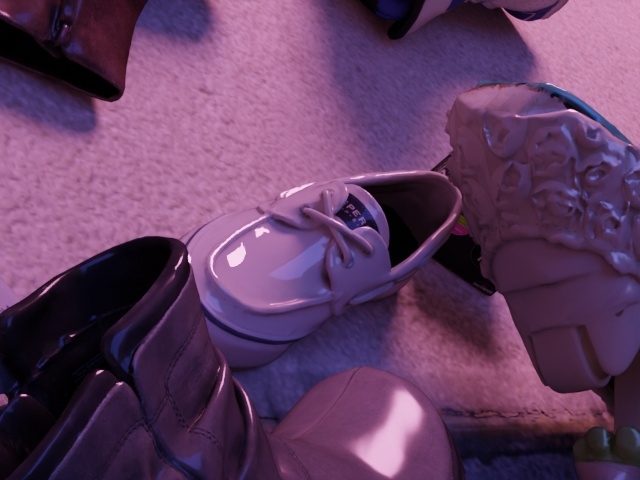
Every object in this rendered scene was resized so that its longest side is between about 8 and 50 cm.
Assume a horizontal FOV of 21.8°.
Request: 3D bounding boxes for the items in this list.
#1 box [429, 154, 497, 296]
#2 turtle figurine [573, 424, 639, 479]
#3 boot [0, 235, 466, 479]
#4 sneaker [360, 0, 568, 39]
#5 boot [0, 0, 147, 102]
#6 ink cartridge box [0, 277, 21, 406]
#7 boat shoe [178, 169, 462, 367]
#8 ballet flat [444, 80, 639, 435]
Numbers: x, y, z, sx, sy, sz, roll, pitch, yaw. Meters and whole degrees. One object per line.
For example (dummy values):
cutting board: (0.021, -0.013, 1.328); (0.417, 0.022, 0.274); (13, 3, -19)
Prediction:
box: (0.108, -0.014, 1.155); (0.083, 0.062, 0.052); (33, 36, -21)
turtle figurine: (0.174, 0.172, 0.906); (0.274, 0.198, 0.266); (47, 33, -9)
boot: (-0.037, 0.090, 0.735); (0.338, 0.118, 0.222); (-58, 133, -59)
sneaker: (0.103, -0.242, 1.345); (0.127, 0.182, 0.315); (58, 4, 13)
boot: (-0.128, -0.169, 1.051); (0.248, 0.090, 0.206); (23, 52, -36)
ink cartridge box: (-0.262, 0.049, 0.643); (0.330, 0.071, 0.324); (50, 31, -6)
boat shoe: (0.000, 0.000, 0.990); (0.095, 0.084, 0.258); (52, 32, 7)
ballet flat: (0.210, 0.071, 1.072); (0.409, 0.147, 0.147); (46, 29, -29)
